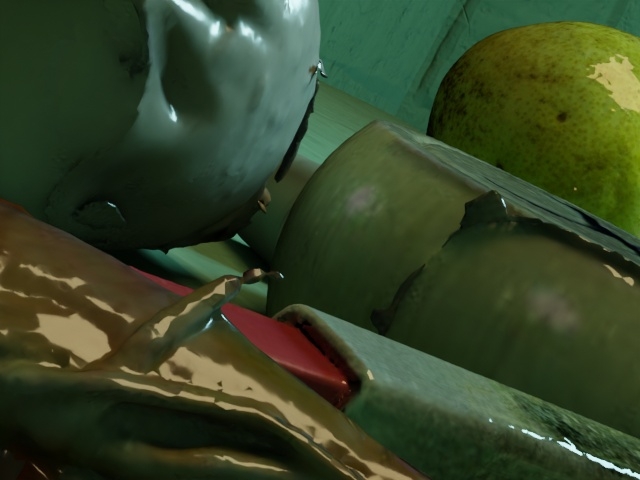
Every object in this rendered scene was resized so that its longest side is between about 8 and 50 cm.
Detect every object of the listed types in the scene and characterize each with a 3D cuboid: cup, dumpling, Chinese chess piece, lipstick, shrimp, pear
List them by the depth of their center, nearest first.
[{"bbox_3d":[-0.042,0.039,0.313,0.248,0.068,0.150,22,20,-10],"label":"shrimp"},{"bbox_3d":[0.068,0.071,0.541,0.312,0.051,0.051,23,9,-29],"label":"lipstick"},{"bbox_3d":[-0.093,-0.071,0.650,0.172,0.142,0.247,30,-23,17],"label":"dumpling"},{"bbox_3d":[0.092,0.039,0.716,0.237,0.092,0.238,28,7,-4],"label":"Chinese chess piece"},{"bbox_3d":[0.002,-0.005,0.855,0.075,0.054,0.083,24,5,-25],"label":"cup"},{"bbox_3d":[0.156,-0.050,1.269,0.197,0.197,0.197,27,6,-3],"label":"pear"}]
